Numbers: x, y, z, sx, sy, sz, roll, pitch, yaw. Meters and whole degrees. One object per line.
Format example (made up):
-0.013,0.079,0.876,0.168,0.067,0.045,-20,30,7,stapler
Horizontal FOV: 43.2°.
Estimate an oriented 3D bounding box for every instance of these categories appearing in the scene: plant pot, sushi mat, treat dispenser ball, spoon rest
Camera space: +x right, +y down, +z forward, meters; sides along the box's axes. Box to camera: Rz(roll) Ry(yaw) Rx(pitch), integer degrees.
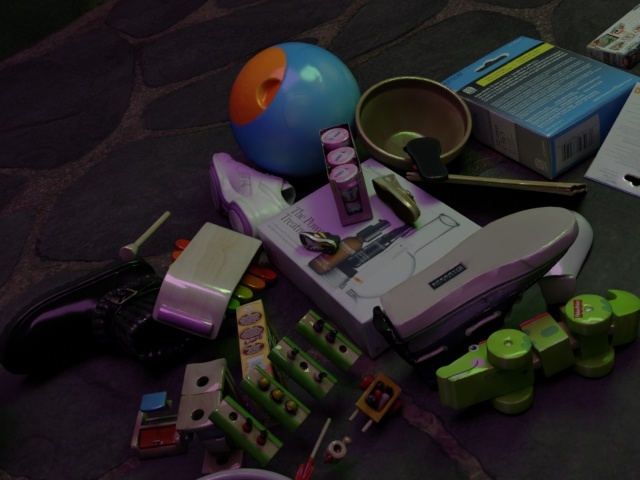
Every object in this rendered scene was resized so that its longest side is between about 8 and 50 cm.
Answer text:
0.186,-0.221,1.682,0.238,0.109,0.237,2,56,-2,plant pot
0.330,-0.110,1.528,0.317,0.019,0.151,7,9,30,sushi mat
-0.053,-0.279,1.742,0.288,0.288,0.288,-12,39,10,treat dispenser ball
0.395,0.026,1.372,0.137,0.084,0.276,-5,28,16,spoon rest

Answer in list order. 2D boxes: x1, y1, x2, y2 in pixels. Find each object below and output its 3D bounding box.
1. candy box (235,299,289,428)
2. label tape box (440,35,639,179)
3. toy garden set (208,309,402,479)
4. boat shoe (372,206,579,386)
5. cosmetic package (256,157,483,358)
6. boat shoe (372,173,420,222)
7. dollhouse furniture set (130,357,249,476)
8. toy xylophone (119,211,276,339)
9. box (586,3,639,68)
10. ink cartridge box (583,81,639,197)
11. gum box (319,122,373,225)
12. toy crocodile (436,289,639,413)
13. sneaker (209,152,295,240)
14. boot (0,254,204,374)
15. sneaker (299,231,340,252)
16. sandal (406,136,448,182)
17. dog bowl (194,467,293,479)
-0.094,0.200,1.332,0.053,0.109,0.186,-19,39,2,candy box
0.448,-0.287,1.680,0.249,0.115,0.348,-31,37,-15,label tape box
-0.007,0.238,1.199,0.204,0.049,0.244,40,55,8,toy garden set
0.256,0.089,1.251,0.341,0.158,0.127,-29,31,3,boat shoe
0.095,0.014,1.487,0.284,0.097,0.377,-31,39,-18,cosmetic package
0.145,-0.081,1.462,0.048,0.056,0.153,-26,30,-10,boat shoe
-0.222,0.288,1.265,0.184,0.129,0.129,-11,40,10,dollhouse furniture set
-0.219,0.047,1.466,0.236,0.081,0.322,23,25,9,toy xylophone
0.713,-0.465,1.834,0.207,0.036,0.114,-38,42,-21,box
0.623,-0.169,1.481,0.206,0.045,0.208,32,94,44,ink cartridge box
0.047,-0.123,1.507,0.062,0.107,0.188,-15,37,4,gum box
0.328,0.158,1.200,0.341,0.115,0.105,-22,34,-6,toy crocodile
-0.144,-0.097,1.729,0.152,0.114,0.305,-17,41,-18,sneaker
-0.398,0.170,1.480,0.348,0.131,0.260,-36,41,-20,boot
0.000,0.000,1.446,0.083,0.031,0.035,18,39,33,sneaker
0.201,-0.145,1.528,0.067,0.040,0.179,-6,34,1,sandal
-0.117,0.453,1.049,0.349,0.102,0.348,-12,40,10,dog bowl
